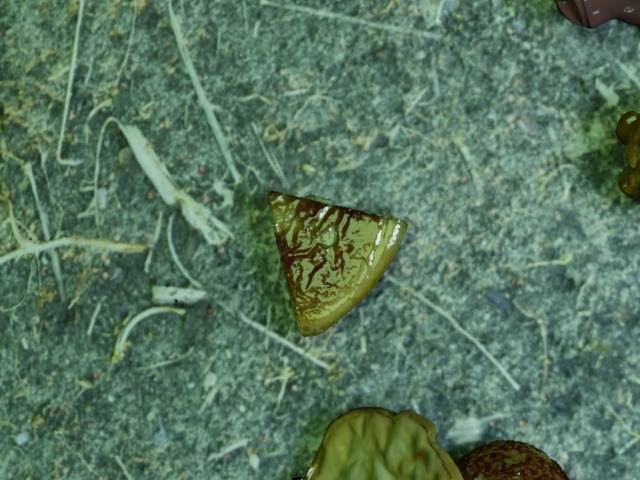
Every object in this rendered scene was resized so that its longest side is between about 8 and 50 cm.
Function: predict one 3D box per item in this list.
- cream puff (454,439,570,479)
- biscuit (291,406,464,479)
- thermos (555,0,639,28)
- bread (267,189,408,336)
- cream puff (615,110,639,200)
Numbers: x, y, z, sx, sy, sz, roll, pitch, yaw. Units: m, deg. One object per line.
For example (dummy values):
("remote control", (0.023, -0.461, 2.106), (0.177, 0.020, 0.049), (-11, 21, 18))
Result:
("cream puff", (0.172, 0.261, 1.409), (0.149, 0.084, 0.149), (-3, 82, 18))
("biscuit", (0.049, 0.281, 1.433), (0.203, 0.041, 0.260), (30, 106, 38))
("thermos", (0.383, -0.261, 1.409), (0.330, 0.136, 0.109), (-12, 52, 15))
("bread", (0.024, 0.005, 1.499), (0.136, 0.054, 0.154), (-19, 84, 15))
("cream puff", (0.332, -0.077, 1.404), (0.116, 0.094, 0.122), (6, 62, 14))
